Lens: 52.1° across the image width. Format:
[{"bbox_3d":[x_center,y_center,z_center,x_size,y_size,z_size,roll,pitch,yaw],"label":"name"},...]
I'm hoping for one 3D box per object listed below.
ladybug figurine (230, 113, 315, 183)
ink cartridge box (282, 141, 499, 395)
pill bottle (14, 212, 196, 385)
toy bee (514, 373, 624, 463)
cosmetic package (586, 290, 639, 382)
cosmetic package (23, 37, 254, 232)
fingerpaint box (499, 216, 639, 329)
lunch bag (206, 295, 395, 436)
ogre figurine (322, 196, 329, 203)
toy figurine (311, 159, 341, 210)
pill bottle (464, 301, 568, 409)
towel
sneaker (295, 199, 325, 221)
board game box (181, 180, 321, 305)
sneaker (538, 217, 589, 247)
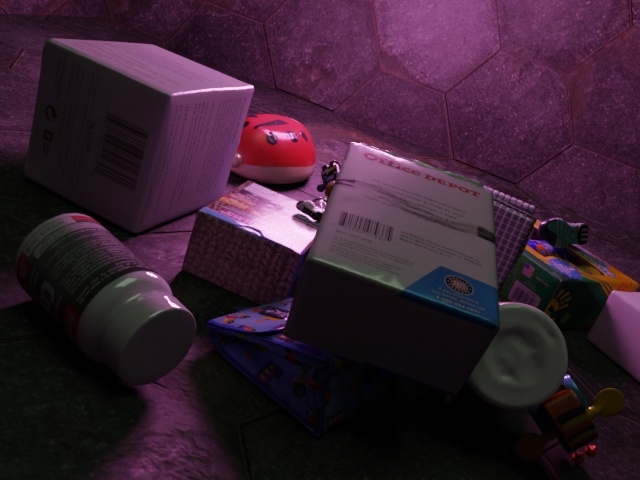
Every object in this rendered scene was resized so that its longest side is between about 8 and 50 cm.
[{"bbox_3d":[-0.163,-0.304,2.110,0.304,0.162,0.449,25,22,11],"label":"ladybug figurine"},{"bbox_3d":[0.131,0.024,1.094,0.285,0.166,0.395,20,35,0],"label":"ink cartridge box"},{"bbox_3d":[-0.335,0.089,1.021,0.283,0.161,0.161,34,25,31],"label":"pill bottle"},{"bbox_3d":[0.448,0.320,1.161,0.162,0.195,0.298,59,27,9],"label":"toy bee"},{"bbox_3d":[0.911,0.311,1.591,0.229,0.162,0.453,8,25,-29],"label":"cosmetic package"},{"bbox_3d":[-0.418,-0.262,1.557,0.327,0.330,0.393,25,21,13],"label":"cosmetic package"},{"bbox_3d":[0.620,0.067,1.913,0.370,0.163,0.445,5,26,-35],"label":"fingerpaint box"},{"bbox_3d":[-0.039,0.182,1.147,0.293,0.138,0.220,20,21,33],"label":"lunch bag"},{"bbox_3d":[0.086,-0.114,1.969,0.196,0.097,0.118,-20,6,17],"label":"ogre figurine"},{"bbox_3d":[0.081,-0.093,1.768,0.209,0.213,0.148,10,39,-15],"label":"toy figurine"},{"bbox_3d":[0.323,0.202,1.208,0.176,0.177,0.318,23,-4,6],"label":"pill bottle"},{"bbox_3d":[0.407,0.005,1.714,0.234,0.284,0.121,28,24,20],"label":"towel"},{"bbox_3d":[-0.018,-0.065,1.455,0.083,0.032,0.037,23,21,7],"label":"sneaker"},{"bbox_3d":[-0.126,0.002,1.440,0.231,0.141,0.291,23,22,8],"label":"board game box"},{"bbox_3d":[0.671,-0.022,1.875,0.223,0.083,0.098,7,3,-39],"label":"sneaker"}]
